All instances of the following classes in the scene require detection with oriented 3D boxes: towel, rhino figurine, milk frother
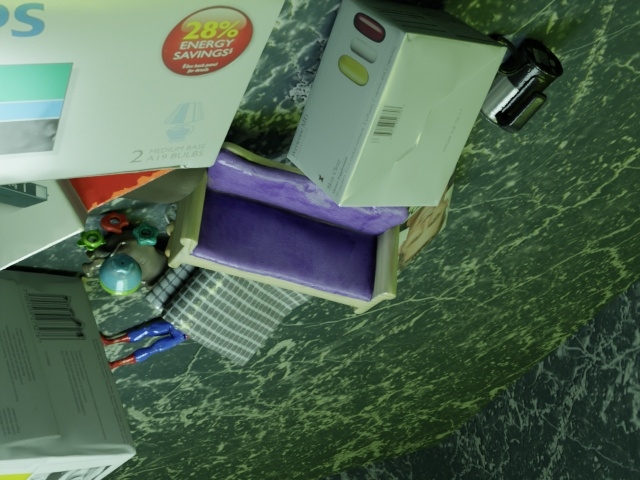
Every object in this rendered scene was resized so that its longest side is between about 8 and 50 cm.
[{"bbox_3d":[-0.144,0.090,1.678,0.235,0.121,0.283,-51,145,-2],"label":"towel"},{"bbox_3d":[-0.309,0.048,1.624,0.106,0.073,0.243,-26,156,9],"label":"rhino figurine"},{"bbox_3d":[0.305,-0.267,1.561,0.143,0.129,0.135,33,130,-10],"label":"milk frother"}]

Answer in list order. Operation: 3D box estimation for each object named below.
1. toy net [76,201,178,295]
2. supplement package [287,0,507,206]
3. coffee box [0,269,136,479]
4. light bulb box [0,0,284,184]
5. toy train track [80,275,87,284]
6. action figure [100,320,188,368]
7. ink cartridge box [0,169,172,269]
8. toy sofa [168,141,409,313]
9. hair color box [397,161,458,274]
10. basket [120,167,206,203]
[{"bbox_3d":[-0.275,-0.010,1.521,0.232,0.122,0.045,-34,161,-34],"label":"toy net"},{"bbox_3d":[0.105,-0.195,1.345,0.204,0.145,0.262,-1,123,-39],"label":"supplement package"},{"bbox_3d":[-0.568,0.269,1.506,0.334,0.338,0.338,-38,152,29],"label":"coffee box"},{"bbox_3d":[-0.273,-0.246,0.765,0.357,0.361,0.225,-8,150,-30],"label":"light bulb box"},{"bbox_3d":[-0.432,0.089,1.658,0.048,0.014,0.083,19,128,-25],"label":"toy train track"},{"bbox_3d":[-0.292,0.175,1.854,0.280,0.092,0.139,-15,162,-20],"label":"action figure"},{"bbox_3d":[-0.339,-0.142,1.043,0.261,0.066,0.296,-26,112,2],"label":"ink cartridge box"},{"bbox_3d":[-0.045,-0.011,1.478,0.362,0.150,0.177,16,153,-20],"label":"toy sofa"},{"bbox_3d":[0.152,-0.082,1.679,0.174,0.105,0.347,-44,160,-18],"label":"hair color box"},{"bbox_3d":[-0.264,-0.133,1.238,0.204,0.154,0.227,-45,154,11],"label":"basket"}]
